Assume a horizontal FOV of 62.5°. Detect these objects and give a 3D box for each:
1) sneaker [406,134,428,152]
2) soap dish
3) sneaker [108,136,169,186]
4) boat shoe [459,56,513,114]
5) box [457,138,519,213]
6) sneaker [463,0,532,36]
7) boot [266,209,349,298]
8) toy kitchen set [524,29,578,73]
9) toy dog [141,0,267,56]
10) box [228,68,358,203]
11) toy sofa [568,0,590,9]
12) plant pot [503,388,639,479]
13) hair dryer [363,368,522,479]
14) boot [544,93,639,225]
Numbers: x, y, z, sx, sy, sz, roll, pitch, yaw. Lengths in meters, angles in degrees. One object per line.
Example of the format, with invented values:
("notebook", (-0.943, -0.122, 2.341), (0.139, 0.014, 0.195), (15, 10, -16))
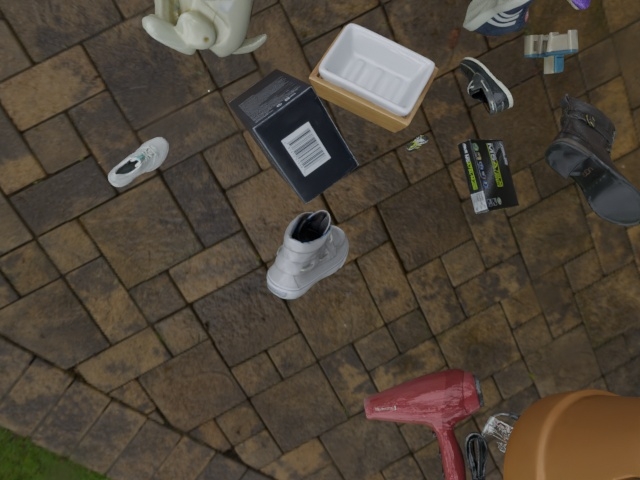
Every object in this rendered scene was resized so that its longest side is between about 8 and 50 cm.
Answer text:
("sneaker", (0.319, -0.320, 1.746), (0.083, 0.035, 0.031), (-27, 72, -8))
("soap dish", (0.144, -0.437, 1.434), (0.291, 0.118, 0.228), (27, 65, 5))
("sneaker", (-0.530, -0.238, 1.564), (0.080, 0.094, 0.212), (47, 66, -9))
("boat shoe", (0.471, -0.460, 1.562), (0.079, 0.233, 0.084), (-31, 147, 6))
("box", (0.445, -0.171, 1.390), (0.184, 0.045, 0.190), (-9, 85, -43))
("sneaker", (0.559, -0.673, 1.505), (0.148, 0.350, 0.131), (18, 92, -15))
("boot", (0.000, 0.000, 0.947), (0.095, 0.258, 0.123), (29, 121, 11))
("toy kitchen set", (0.754, -0.588, 1.656), (0.207, 0.166, 0.122), (-19, 111, -37))
("toy dog", (-0.251, -0.710, 1.454), (0.396, 0.284, 0.408), (28, 131, -32))
("box", (-0.097, -0.344, 1.687), (0.212, 0.395, 0.293), (-37, 122, -2))
("toy sofa", (0.721, -0.844, 1.555), (0.363, 0.150, 0.177), (24, 103, -11))
("plant pot", (0.405, 0.313, 0.640), (0.291, 0.203, 0.290), (10, 59, -18))
("hair dryer", (0.201, 0.315, 0.828), (0.294, 0.080, 0.223), (27, 84, 21))
("boot", (0.584, -0.178, 1.091), (0.263, 0.091, 0.229), (43, 50, -2))
